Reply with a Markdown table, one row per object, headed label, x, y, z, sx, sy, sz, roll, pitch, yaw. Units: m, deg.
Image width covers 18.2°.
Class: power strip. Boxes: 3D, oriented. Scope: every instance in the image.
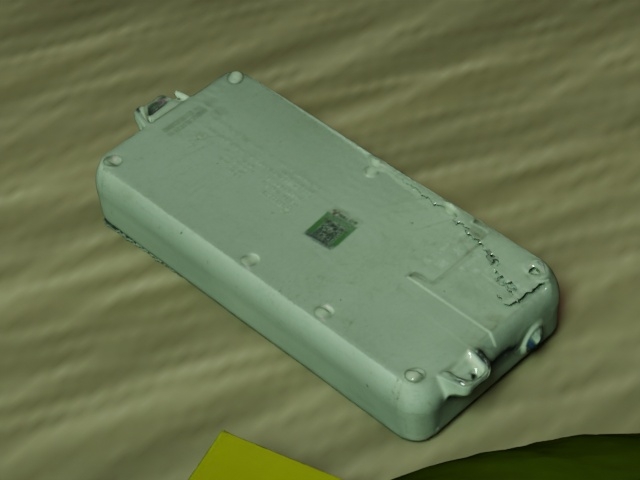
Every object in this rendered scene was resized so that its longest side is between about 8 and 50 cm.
| label | x | y | z | sx | sy | sz | roll | pitch | yaw |
| --- | --- | --- | --- | --- | --- | --- | --- | --- | --- |
| power strip | 0.000 | 0.000 | 0.744 | 0.192 | 0.035 | 0.081 | 34 | 57 | 32 |

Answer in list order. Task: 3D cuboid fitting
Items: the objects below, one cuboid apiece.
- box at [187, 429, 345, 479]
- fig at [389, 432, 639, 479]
| label | x | y | z | sx | sy | sz | roll | pitch | yaw |
| --- | --- | --- | --- | --- | --- | --- | --- | --- | --- |
| box | -0.030 | 0.187 | 0.565 | 0.153 | 0.041 | 0.279 | 20 | 51 | 21 |
| fig | 0.075 | 0.200 | 0.386 | 0.316 | 0.316 | 0.316 | -3 | 46 | 3 |
